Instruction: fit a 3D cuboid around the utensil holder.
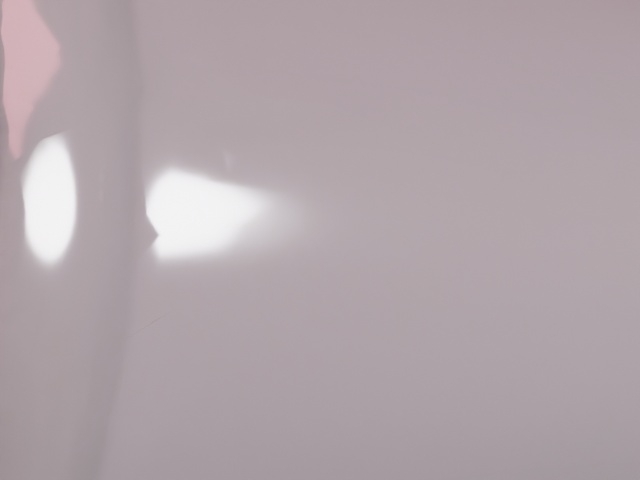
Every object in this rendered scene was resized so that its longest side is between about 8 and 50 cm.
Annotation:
[{"bbox_3d":[0.000,0.000,0.551,0.385,0.327,0.328,4,52,-32],"label":"utensil holder"}]
